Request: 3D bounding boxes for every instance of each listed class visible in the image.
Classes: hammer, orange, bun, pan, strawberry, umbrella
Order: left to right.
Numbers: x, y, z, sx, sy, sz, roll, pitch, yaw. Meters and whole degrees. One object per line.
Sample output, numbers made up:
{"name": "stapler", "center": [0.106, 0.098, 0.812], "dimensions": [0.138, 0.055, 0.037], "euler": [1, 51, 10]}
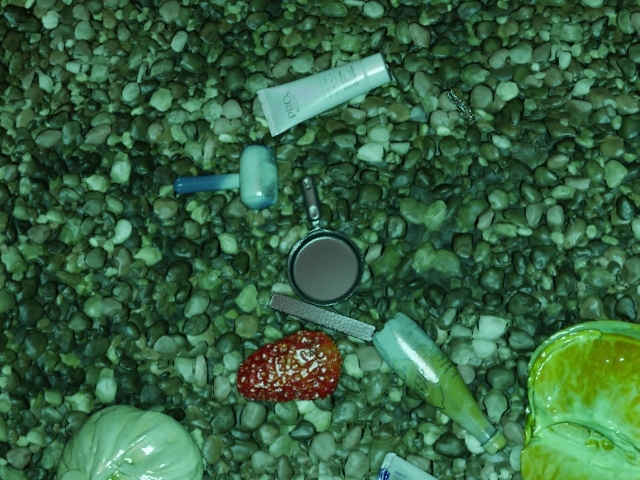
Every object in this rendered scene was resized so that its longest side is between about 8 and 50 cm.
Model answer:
{"name": "bun", "center": [-0.318, 0.386, 1.273], "dimensions": [0.259, 0.160, 0.259], "euler": [-2, 76, 9]}
{"name": "hammer", "center": [-0.171, -0.108, 1.419], "dimensions": [0.193, 0.069, 0.116], "euler": [-5, 78, 10]}
{"name": "strawberry", "center": [-0.054, 0.220, 1.321], "dimensions": [0.188, 0.082, 0.121], "euler": [-19, 78, -1]}
{"name": "pan", "center": [0.000, 0.000, 1.390], "dimensions": [0.136, 0.028, 0.235], "euler": [-11, 79, 3]}
{"name": "umbrella", "center": [0.252, -0.246, 1.425], "dimensions": [0.031, 0.020, 0.083], "euler": [-23, 71, -40]}
{"name": "orange", "center": [0.431, 0.280, 1.174], "dimensions": [0.262, 0.196, 0.335], "euler": [2, 100, 31]}

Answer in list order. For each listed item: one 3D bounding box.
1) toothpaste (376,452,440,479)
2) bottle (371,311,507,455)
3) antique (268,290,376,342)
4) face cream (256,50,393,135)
{"name": "toothpaste", "center": [0.235, 0.445, 1.245], "dimensions": [0.323, 0.066, 0.100], "euler": [21, 85, 15]}
{"name": "bottle", "center": [0.195, 0.237, 1.287], "dimensions": [0.083, 0.083, 0.270], "euler": [-41, 80, -4]}
{"name": "antique", "center": [0.002, 0.132, 1.367], "dimensions": [0.192, 0.015, 0.031], "euler": [18, 81, 11]}
{"name": "face cream", "center": [0.009, -0.274, 1.443], "dimensions": [0.243, 0.058, 0.092], "euler": [-20, 80, 8]}
